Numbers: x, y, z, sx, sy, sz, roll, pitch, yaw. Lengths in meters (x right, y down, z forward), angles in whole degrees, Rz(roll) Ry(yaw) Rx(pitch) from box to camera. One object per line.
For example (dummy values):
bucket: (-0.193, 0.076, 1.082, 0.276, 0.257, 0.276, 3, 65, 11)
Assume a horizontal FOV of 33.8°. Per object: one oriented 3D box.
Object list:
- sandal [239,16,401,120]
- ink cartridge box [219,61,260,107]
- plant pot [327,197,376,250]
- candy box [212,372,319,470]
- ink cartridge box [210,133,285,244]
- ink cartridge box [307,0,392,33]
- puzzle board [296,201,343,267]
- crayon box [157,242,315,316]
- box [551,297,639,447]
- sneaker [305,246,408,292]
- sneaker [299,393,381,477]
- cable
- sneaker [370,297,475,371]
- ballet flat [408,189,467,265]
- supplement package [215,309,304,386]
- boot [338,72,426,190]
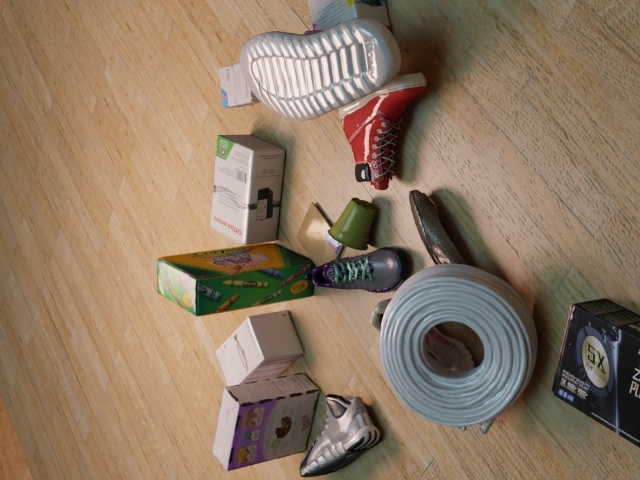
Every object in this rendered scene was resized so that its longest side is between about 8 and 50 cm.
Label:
sandal: (0.009, -0.305, 1.853, 0.416, 0.102, 0.169, 6, 120, 52)
ink cartridge box: (-0.162, -0.334, 2.254, 0.122, 0.052, 0.089, 0, 96, 56)
plant pot: (0.066, -0.035, 1.968, 0.083, 0.083, 0.079, 42, 116, 43)
candy box: (-0.112, 0.372, 2.172, 0.070, 0.196, 0.165, 39, 125, 45)
ink cartridge box: (-0.158, -0.110, 2.253, 0.153, 0.086, 0.209, 28, 116, 49)
ink cartridge box: (0.051, -0.410, 1.919, 0.134, 0.078, 0.231, -19, 80, 54)
puzzle board: (0.000, 0.000, 2.116, 0.128, 0.011, 0.096, 53, 134, 34)
crayon box: (-0.171, 0.075, 2.136, 0.165, 0.278, 0.081, 22, 114, 51)
box: (0.429, 0.185, 1.485, 0.180, 0.077, 0.147, 32, 120, 48)
sneaker: (0.066, 0.064, 1.956, 0.223, 0.098, 0.083, -15, 83, 55)
sneaker: (0.026, 0.377, 2.090, 0.228, 0.086, 0.132, -40, 58, 38)
cable: (0.215, 0.169, 1.681, 0.257, 0.089, 0.257, 36, 111, 9)
sneaker: (0.168, 0.193, 1.822, 0.252, 0.111, 0.103, 51, 133, 37)
ballet flat: (0.214, 0.013, 1.786, 0.084, 0.058, 0.250, 69, 178, -60)
supplement package: (-0.133, 0.239, 2.258, 0.179, 0.105, 0.105, -48, 57, 46)
boot: (0.123, -0.187, 1.853, 0.244, 0.088, 0.176, -25, 75, 62)
